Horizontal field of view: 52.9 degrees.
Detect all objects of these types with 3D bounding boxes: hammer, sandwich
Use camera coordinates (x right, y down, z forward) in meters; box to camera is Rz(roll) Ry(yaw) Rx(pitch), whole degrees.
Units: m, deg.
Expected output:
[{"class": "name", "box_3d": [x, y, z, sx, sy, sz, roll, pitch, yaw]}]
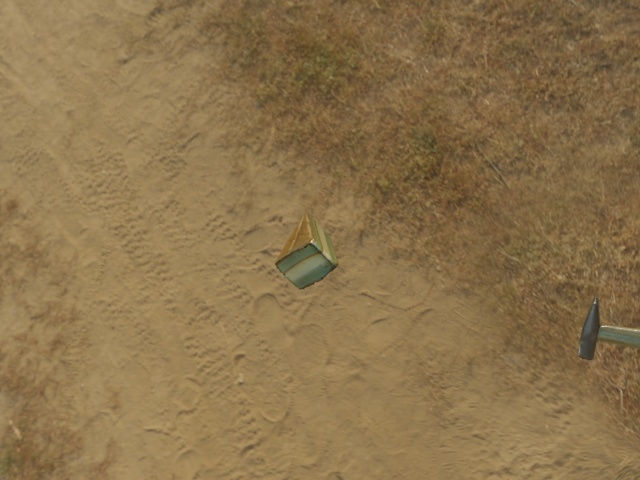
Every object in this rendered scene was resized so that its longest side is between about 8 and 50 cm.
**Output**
[{"class": "hammer", "box_3d": [0.305, 0.082, 0.491, 0.199, 0.062, 0.013, 7, 36, 22]}, {"class": "sandwich", "box_3d": [0.000, 0.000, 1.212, 0.113, 0.079, 0.163, -29, 21, 41]}]
